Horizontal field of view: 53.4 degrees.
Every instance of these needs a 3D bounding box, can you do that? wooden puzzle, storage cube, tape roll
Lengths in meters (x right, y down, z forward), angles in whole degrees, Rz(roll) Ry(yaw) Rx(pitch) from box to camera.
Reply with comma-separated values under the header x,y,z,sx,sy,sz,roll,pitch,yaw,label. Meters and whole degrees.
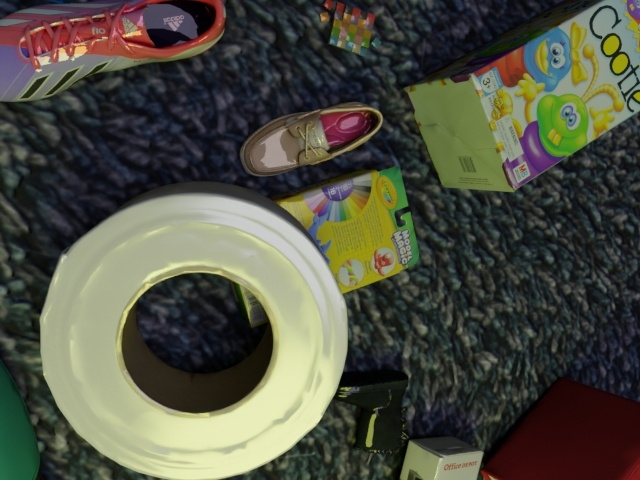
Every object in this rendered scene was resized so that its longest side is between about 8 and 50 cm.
x,y,z,sx,sy,sz,roll,pitch,yaw,label
0.036,-0.245,0.739,0.083,0.006,0.049,11,93,-24,wooden puzzle
0.376,0.333,0.854,0.193,0.215,0.183,-41,110,-19,storage cube
-0.119,0.085,0.629,0.286,0.100,0.286,-1,103,-7,tape roll

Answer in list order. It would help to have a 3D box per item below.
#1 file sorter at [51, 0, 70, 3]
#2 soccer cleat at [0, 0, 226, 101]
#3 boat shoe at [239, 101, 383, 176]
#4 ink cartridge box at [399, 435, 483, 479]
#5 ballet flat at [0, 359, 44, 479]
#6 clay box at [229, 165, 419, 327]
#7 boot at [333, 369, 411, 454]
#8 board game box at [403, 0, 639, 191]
x,y,z,sx,sy,sz,roll,pitch,yaw,label
-0.295,-0.284,0.535,0.170,0.118,0.104,6,91,-24,file sorter
-0.208,-0.190,0.595,0.248,0.095,0.083,-19,104,-20,soccer cleat
-0.007,-0.117,0.709,0.170,0.059,0.063,-26,106,-18,boat shoe
0.148,0.329,0.825,0.099,0.056,0.135,13,92,-43,ink cartridge box
-0.318,0.261,0.617,0.124,0.116,0.342,-19,109,0,ballet flat
0.000,0.000,0.732,0.222,0.053,0.127,-19,104,-20,clay box
0.056,0.216,0.793,0.121,0.045,0.099,1,103,-21,boot
0.267,-0.187,0.770,0.275,0.144,0.142,-31,107,-17,board game box
